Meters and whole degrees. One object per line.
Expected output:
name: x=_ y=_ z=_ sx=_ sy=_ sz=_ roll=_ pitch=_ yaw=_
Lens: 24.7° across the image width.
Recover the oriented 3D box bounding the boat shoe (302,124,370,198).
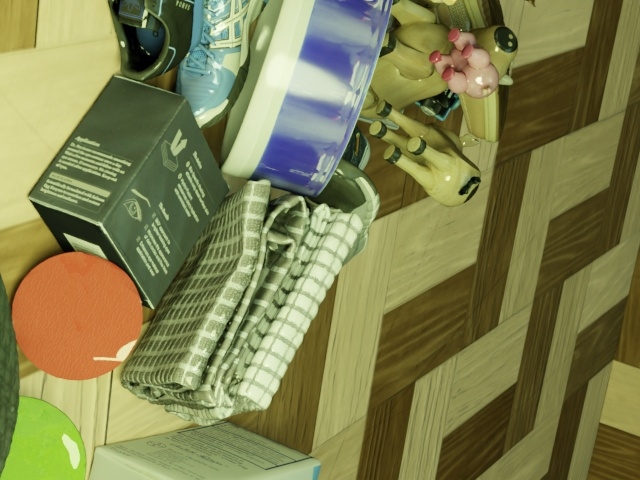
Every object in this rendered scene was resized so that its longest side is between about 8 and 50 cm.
boat shoe: x=0.002 y=-0.071 z=1.806 sx=0.183 sy=0.065 sz=0.083 roll=-68 pitch=152 yaw=-20

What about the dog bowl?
dog bowl: x=-0.016 y=-0.181 z=1.498 sx=0.265 sy=0.104 sz=0.265 roll=-163 pitch=-90 yaw=-81

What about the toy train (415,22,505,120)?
toy train: x=0.185 y=-0.251 z=1.999 sx=0.184 sy=0.080 sz=0.105 roll=-60 pitch=-169 yaw=-4

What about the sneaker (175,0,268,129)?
sneaker: x=-0.113 y=-0.215 z=1.479 sx=0.081 sy=0.080 sz=0.211 roll=32 pitch=68 yaw=-57

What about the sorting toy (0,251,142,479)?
sorting toy: x=-0.276 y=0.185 z=1.415 sx=0.126 sy=0.127 sz=0.365 roll=-170 pitch=-78 yaw=-86

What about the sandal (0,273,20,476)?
sandal: x=-0.344 y=0.032 z=1.170 sx=0.167 sy=0.107 sz=0.445 roll=-31 pitch=120 yaw=-52

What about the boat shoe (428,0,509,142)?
boat shoe: x=0.172 y=-0.286 z=1.876 sx=0.121 sy=0.110 sz=0.341 roll=-62 pitch=142 yaw=-61

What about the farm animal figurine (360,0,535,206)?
farm animal figurine: x=0.128 y=-0.191 z=1.657 sx=0.172 sy=0.327 sz=0.330 roll=30 pitch=74 yaw=-36

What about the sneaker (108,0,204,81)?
sneaker: x=-0.153 y=-0.257 z=1.354 sx=0.090 sy=0.081 sz=0.232 roll=-51 pitch=149 yaw=-49

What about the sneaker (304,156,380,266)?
sneaker: x=0.000 y=0.000 z=1.664 sx=0.132 sy=0.086 sz=0.228 roll=-53 pitch=162 yaw=-20

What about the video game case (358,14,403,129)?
video game case: x=0.086 y=-0.245 z=1.896 sx=0.173 sy=0.022 sz=0.190 roll=6 pitch=101 yaw=-63

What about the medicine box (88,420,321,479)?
medicine box: x=-0.153 y=0.367 z=1.680 sx=0.289 sy=0.149 sz=0.263 roll=1 pitch=106 yaw=-62

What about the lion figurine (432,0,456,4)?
lion figurine: x=0.095 y=-0.442 z=1.515 sx=0.142 sy=0.392 sz=0.240 roll=0 pitch=135 yaw=-35

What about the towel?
towel: x=-0.097 y=0.068 z=1.507 sx=0.235 sy=0.121 sz=0.284 roll=-62 pitch=-167 yaw=-16

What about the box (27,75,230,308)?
box: x=-0.182 y=-0.046 z=1.420 sx=0.158 sy=0.093 sz=0.156 roll=-59 pitch=152 yaw=-24
